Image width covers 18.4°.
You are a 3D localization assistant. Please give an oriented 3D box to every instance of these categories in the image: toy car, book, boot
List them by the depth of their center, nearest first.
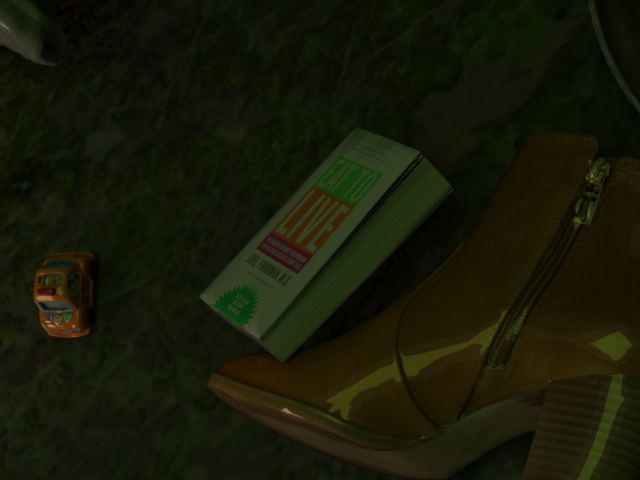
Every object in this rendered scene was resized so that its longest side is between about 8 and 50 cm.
[{"bbox_3d":[0.087,0.035,1.159,0.295,0.104,0.211,9,72,33],"label":"boot"},{"bbox_3d":[0.000,0.000,1.184,0.144,0.035,0.096,-48,30,-7],"label":"book"},{"bbox_3d":[-0.201,0.023,1.297,0.122,0.040,0.060,17,89,23],"label":"toy car"}]

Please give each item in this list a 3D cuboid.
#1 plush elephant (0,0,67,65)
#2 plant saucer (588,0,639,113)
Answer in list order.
[{"bbox_3d":[-0.202,-0.238,1.237,0.330,0.255,0.272,-32,31,-16],"label":"plush elephant"},{"bbox_3d":[0.305,-0.168,1.114,0.311,0.050,0.310,-4,80,21],"label":"plant saucer"}]
